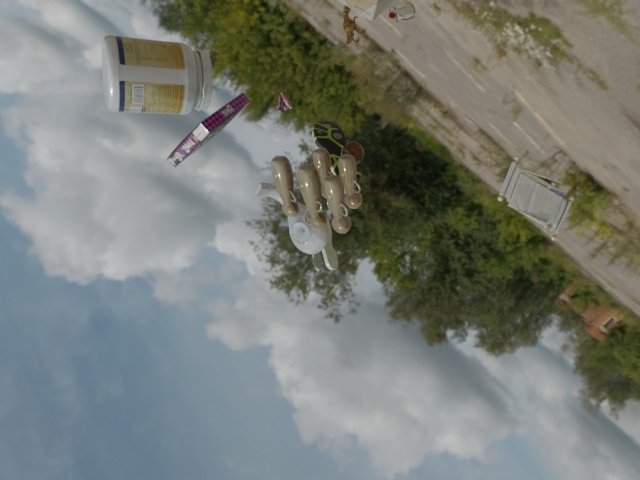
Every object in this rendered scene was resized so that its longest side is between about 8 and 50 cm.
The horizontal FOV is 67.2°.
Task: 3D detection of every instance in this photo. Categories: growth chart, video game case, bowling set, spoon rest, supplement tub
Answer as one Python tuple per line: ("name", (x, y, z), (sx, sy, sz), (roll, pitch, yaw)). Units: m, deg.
("growth chart", (0.647, -0.134, 1.440), (0.237, 0.172, 0.021), (33, 173, -3))
("video game case", (-0.338, -0.336, 1.460), (0.042, 0.210, 0.232), (48, -138, -13))
("bowling set", (0.036, -0.122, 1.099), (0.287, 0.199, 0.154), (33, 142, 51))
("spoon rest", (-0.082, -0.075, 1.478), (0.276, 0.137, 0.084), (45, -148, 12))
("supplement tub", (-0.527, -0.527, 1.559), (0.316, 0.228, 0.228), (-5, -142, -27))

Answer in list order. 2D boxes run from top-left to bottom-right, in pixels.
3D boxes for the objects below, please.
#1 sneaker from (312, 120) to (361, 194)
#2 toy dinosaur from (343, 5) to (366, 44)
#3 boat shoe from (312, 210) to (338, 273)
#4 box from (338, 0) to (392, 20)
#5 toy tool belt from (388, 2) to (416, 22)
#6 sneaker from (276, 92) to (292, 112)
("sneaker", (0.042, -0.339, 1.996), (0.145, 0.147, 0.385), (-5, -122, -19))
("toy dinosaur", (0.106, -0.754, 1.748), (0.112, 0.064, 0.212), (16, -120, -37))
("boat shoe", (-0.003, -0.001, 2.128), (0.109, 0.091, 0.305), (19, -128, -49))
("box", (0.160, -0.822, 1.389), (0.148, 0.121, 0.311), (34, 153, 10))
("toy tool belt", (0.249, -0.692, 1.481), (0.051, 0.083, 0.052), (-46, -59, -84))
("sneaker", (-0.145, -0.510, 1.797), (0.047, 0.057, 0.119), (42, -166, -35))
